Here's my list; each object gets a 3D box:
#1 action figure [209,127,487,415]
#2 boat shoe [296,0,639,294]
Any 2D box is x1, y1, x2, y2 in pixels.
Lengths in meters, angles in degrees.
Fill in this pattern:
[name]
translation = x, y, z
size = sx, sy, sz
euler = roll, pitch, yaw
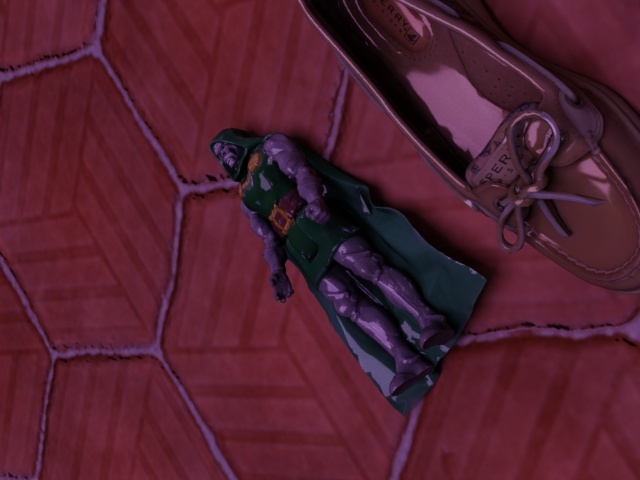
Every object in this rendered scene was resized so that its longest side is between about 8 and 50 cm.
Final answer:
[action figure]
translation = 0.000, 0.000, 0.786
size = 0.232, 0.063, 0.137
euler = 47, 130, 26
[boat shoe]
translation = 0.091, -0.072, 0.666
size = 0.285, 0.089, 0.105
euler = 45, 125, 22
